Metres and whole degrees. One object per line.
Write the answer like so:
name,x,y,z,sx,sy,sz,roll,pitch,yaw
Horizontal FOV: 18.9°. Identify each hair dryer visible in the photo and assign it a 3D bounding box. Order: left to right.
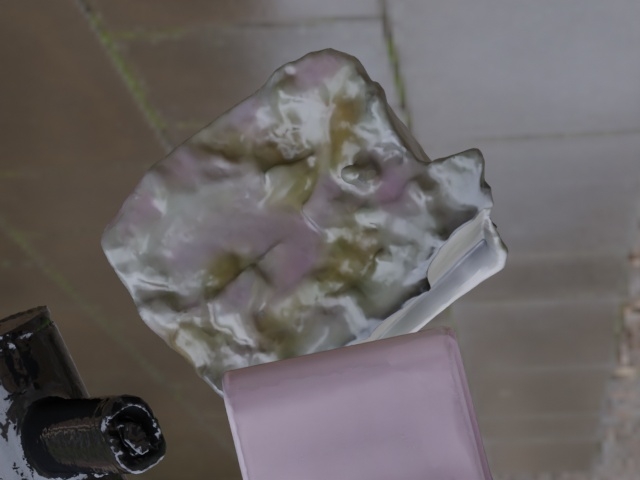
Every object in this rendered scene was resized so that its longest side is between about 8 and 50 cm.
hair dryer,-0.154,0.134,1.206,0.089,0.197,0.251,-25,-179,-23

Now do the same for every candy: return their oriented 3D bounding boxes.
candy,0.000,0.000,1.022,0.185,0.137,0.195,-40,168,3

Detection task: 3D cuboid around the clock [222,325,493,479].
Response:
clock,0.038,0.174,0.604,0.080,0.290,0.275,-14,178,4
